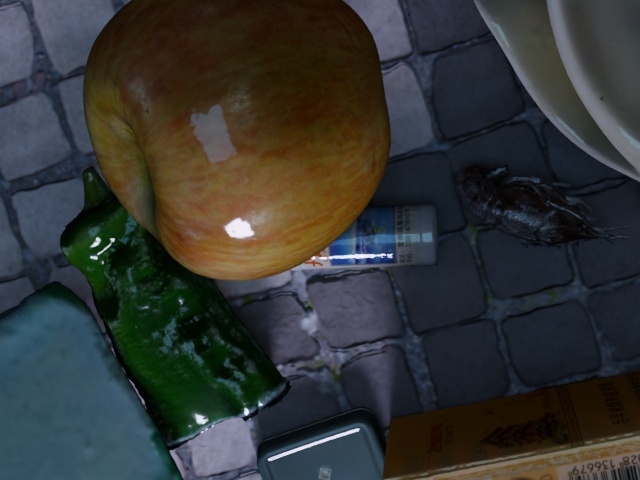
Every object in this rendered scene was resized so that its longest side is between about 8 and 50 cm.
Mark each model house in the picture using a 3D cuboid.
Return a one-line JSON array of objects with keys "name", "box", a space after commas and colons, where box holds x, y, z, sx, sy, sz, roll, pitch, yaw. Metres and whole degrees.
[{"name": "model house", "box": [-0.310, 0.216, 1.243, 0.248, 0.230, 0.281, -20, 99, 52]}]

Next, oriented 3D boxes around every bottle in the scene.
[{"name": "bottle", "box": [0.000, 0.000, 1.222, 0.217, 0.060, 0.060, -3, 99, 7]}]

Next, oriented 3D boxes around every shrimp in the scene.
[{"name": "shrimp", "box": [0.200, -0.026, 1.197, 0.165, 0.065, 0.057, 17, 133, -2]}]

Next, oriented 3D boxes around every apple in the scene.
[{"name": "apple", "box": [-0.060, -0.103, 1.114, 0.264, 0.264, 0.265, 1, 100, 6]}]

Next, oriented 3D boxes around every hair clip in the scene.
[{"name": "hair clip", "box": [0.253, -0.163, 1.121, 0.282, 0.113, 0.173, 38, 75, -14]}]

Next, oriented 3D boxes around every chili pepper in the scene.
[{"name": "chili pepper", "box": [-0.153, 0.054, 1.231, 0.136, 0.099, 0.270, -23, 104, 34]}]

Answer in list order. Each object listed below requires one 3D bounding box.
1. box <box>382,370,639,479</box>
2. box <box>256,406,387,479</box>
[{"name": "box", "box": [0.196, 0.190, 1.174, 0.274, 0.174, 0.076, -12, 97, 7]}, {"name": "box", "box": [0.005, 0.219, 1.272, 0.126, 0.031, 0.091, -19, 97, 8]}]
